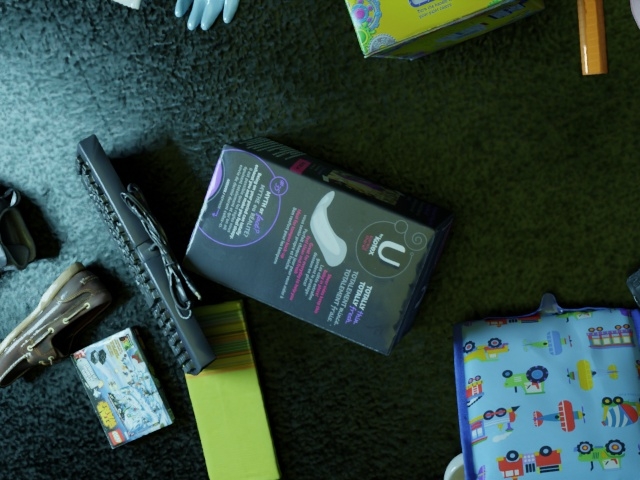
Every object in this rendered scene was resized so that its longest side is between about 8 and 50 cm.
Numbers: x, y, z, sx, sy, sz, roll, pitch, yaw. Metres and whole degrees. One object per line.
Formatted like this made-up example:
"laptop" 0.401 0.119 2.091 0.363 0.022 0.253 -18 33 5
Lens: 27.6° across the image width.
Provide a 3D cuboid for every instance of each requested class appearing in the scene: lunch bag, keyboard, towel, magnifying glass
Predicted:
"lunch bag" 0.267 0.184 1.465 0.220 0.138 0.293 -7 54 8
"keyboard" -0.216 0.017 1.587 0.033 0.201 0.317 -28 85 -23
"towel" -0.120 0.198 1.671 0.102 0.021 0.237 -11 95 21
"magnifying glass" 0.308 -0.307 1.500 0.092 0.026 0.231 -4 94 14

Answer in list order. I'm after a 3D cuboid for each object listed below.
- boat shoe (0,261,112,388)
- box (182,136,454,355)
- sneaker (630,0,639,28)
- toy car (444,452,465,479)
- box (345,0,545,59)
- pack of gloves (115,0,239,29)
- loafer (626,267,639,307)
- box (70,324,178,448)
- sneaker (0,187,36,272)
"boat shoe" -0.355 0.124 1.692 0.073 0.073 0.207 45 105 7
"box" 0.000 0.000 1.550 0.270 0.143 0.165 23 103 11
"sneaker" 0.371 -0.288 1.461 0.051 0.070 0.134 -11 95 13
"toy car" 0.190 0.357 1.562 0.182 0.159 0.136 -43 122 14
"box" 0.107 -0.355 1.405 0.177 0.290 0.279 -19 93 15
"pack of gloves" -0.167 -0.387 1.608 0.195 0.046 0.232 22 105 -1
"loafer" 0.439 0.114 1.499 0.223 0.076 0.078 51 142 -4
"box" -0.256 0.191 1.699 0.094 0.027 0.137 -24 90 14
"sneaker" -0.460 0.047 1.693 0.153 0.101 0.269 11 97 15
